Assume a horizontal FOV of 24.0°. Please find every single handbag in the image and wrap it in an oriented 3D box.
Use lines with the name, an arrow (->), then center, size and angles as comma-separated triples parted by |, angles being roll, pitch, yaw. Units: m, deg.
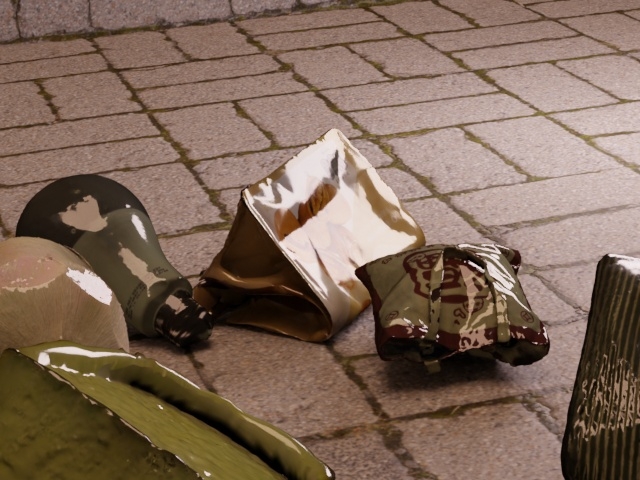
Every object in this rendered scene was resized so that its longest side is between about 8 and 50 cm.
handbag -> 0.158, 0.073, 1.823 | 0.213, 0.127, 0.235 | -2, 23, -4
handbag -> 0.357, 0.176, 1.369 | 0.240, 0.247, 0.341 | 1, 33, 16

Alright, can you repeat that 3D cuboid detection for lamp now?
lamp -> -0.277, 0.043, 1.935 | 0.182, 0.182, 0.314 | -13, 43, -26

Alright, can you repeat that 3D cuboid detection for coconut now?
coconut -> -0.322, 0.108, 1.675 | 0.224, 0.224, 0.234 | -7, 20, -11

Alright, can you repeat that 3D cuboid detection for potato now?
potato -> -0.141, 0.253, 1.347 | 0.330, 0.213, 0.280 | 32, 9, 22

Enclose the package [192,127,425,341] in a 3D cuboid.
package -> -0.025, 0.013, 2.016 | 0.165, 0.221, 0.311 | -37, 3, 34
